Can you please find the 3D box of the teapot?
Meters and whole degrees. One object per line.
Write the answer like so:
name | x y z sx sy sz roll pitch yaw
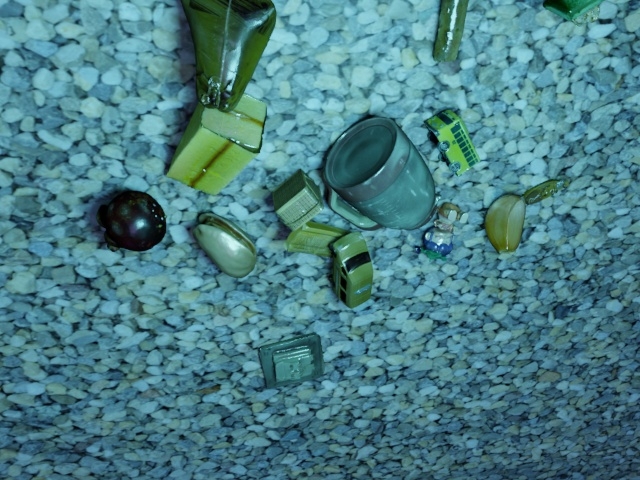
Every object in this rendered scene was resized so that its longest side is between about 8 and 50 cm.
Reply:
teapot | 0.159 -0.135 1.689 0.314 0.233 0.312 -18 137 34

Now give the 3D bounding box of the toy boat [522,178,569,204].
toy boat | 0.693 -0.150 1.902 0.149 0.049 0.047 -24 124 1

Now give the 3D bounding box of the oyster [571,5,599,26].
oyster | 0.697 -0.596 1.632 0.083 0.019 0.054 -17 126 -6

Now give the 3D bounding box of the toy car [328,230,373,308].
toy car | 0.096 0.090 1.817 0.101 0.124 0.257 -27 148 -18

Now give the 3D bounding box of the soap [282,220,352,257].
soap | -0.001 -0.001 1.757 0.252 0.037 0.092 12 122 -53

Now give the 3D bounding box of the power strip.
power strip | -0.088 0.417 2.054 0.213 0.065 0.199 -13 123 -5

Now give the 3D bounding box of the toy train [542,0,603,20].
toy train | 0.650 -0.687 1.486 0.265 0.145 0.202 -31 128 7

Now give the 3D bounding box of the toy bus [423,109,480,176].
toy bus | 0.366 -0.273 1.714 0.101 0.088 0.175 -34 127 6

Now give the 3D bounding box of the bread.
bread | -0.273 -0.258 1.582 0.167 0.163 0.264 23 145 -28

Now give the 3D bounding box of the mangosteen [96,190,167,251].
mangosteen | -0.491 -0.046 1.592 0.183 0.173 0.173 -3 125 10

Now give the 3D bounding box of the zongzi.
zongzi | -0.276 -0.463 1.379 0.299 0.145 0.274 25 95 -17

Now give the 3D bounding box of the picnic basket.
picnic basket | -0.062 -0.111 1.660 0.115 0.164 0.079 -37 115 11

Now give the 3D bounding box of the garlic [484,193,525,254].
garlic | 0.566 -0.069 1.888 0.115 0.128 0.207 18 124 26

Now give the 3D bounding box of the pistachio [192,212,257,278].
pistachio | -0.260 0.017 1.714 0.152 0.126 0.223 -10 133 36

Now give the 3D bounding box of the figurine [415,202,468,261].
figurine | 0.374 -0.022 1.875 0.111 0.102 0.195 13 115 -19

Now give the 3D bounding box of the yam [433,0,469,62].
yam | 0.334 -0.592 1.509 0.071 0.067 0.318 -20 130 -36
